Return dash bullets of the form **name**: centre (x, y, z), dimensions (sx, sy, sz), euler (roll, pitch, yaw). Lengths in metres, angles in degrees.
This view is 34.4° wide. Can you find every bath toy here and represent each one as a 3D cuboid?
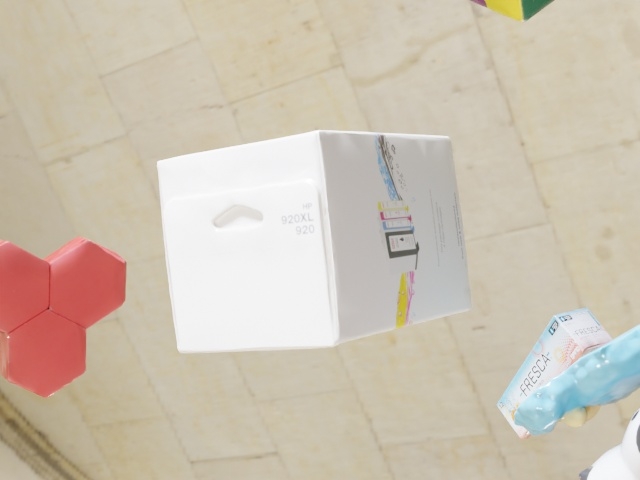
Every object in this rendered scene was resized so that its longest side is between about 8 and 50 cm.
- **bath toy**: centre (0.302, 0.231, 0.785), dimensions (0.129, 0.348, 0.151), euler (-24, -35, -22)

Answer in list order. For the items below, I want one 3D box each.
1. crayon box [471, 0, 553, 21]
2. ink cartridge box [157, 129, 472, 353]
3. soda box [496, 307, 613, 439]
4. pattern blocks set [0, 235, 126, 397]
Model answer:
- **crayon box**: centre (0.114, -0.452, 1.163), dimensions (0.106, 0.363, 0.313), euler (-37, -42, -18)
- **ink cartridge box**: centre (0.000, 0.000, 0.911), dimensions (0.233, 0.171, 0.168), euler (-6, -91, -56)
- **soda box**: centre (0.292, 0.169, 1.300), dimensions (0.058, 0.183, 0.063), euler (-9, -131, -32)
- **pattern blocks set**: centre (-0.257, 0.081, 0.423), dimensions (0.285, 0.026, 0.325), euler (38, -103, -31)
